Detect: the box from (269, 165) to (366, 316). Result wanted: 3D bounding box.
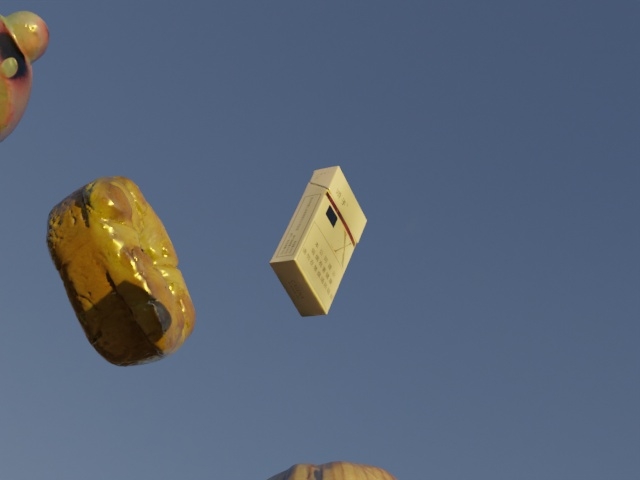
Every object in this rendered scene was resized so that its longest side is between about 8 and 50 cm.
[{"bbox_3d":[0.000,0.000,1.255,0.040,0.154,0.084,-9,-52,32],"label":"box"}]

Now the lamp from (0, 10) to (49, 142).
[{"bbox_3d":[-0.509,-0.222,1.445,0.301,0.247,0.247,25,-79,-27],"label":"lamp"}]

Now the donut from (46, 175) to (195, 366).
[{"bbox_3d":[-0.271,0.044,1.579,0.128,0.208,0.261,-22,-93,8],"label":"donut"}]

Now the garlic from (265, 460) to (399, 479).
[{"bbox_3d":[0.017,0.453,1.672,0.317,0.259,0.317,2,-43,1],"label":"garlic"}]
